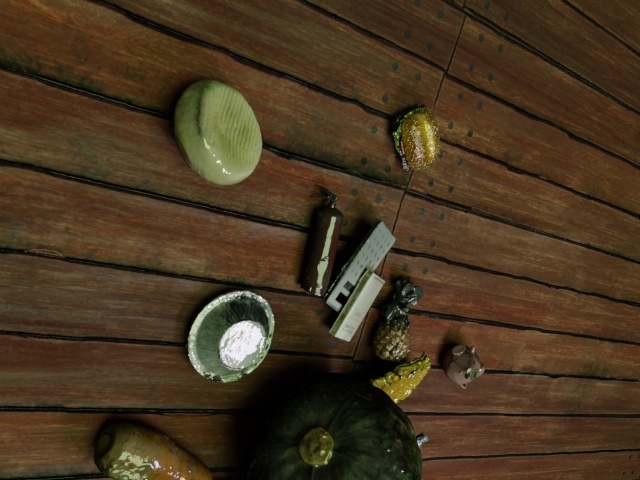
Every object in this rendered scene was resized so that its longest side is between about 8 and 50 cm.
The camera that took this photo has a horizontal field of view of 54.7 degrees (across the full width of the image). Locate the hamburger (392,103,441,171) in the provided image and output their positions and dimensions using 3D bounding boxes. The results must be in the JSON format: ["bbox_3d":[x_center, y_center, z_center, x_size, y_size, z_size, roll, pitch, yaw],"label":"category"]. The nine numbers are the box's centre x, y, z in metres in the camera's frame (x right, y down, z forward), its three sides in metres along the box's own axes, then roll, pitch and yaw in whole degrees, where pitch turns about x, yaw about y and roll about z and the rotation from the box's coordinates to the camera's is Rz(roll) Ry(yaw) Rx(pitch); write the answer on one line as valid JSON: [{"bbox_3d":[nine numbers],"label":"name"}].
[{"bbox_3d":[0.252,-0.260,1.611,0.137,0.087,0.166,-27,119,-23],"label":"hamburger"}]

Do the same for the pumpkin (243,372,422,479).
[{"bbox_3d":[0.025,0.548,1.514,0.454,0.454,0.344,-43,143,-14],"label":"pumpkin"}]

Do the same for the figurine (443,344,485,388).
[{"bbox_3d":[0.446,0.390,1.936,0.125,0.125,0.138,-52,139,-8],"label":"figurine"}]

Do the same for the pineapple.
[{"bbox_3d":[0.221,0.218,1.745,0.111,0.119,0.237,15,94,8],"label":"pineapple"}]

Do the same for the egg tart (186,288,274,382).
[{"bbox_3d":[-0.202,0.232,1.469,0.234,0.094,0.234,-10,109,-32],"label":"egg tart"}]

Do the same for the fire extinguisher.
[{"bbox_3d":[0.000,0.000,1.545,0.089,0.072,0.268,12,101,1],"label":"fire extinguisher"}]

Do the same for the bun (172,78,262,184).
[{"bbox_3d":[-0.227,-0.221,1.291,0.222,0.127,0.222,16,70,-50],"label":"bun"}]

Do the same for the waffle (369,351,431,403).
[{"bbox_3d":[0.204,0.422,1.771,0.245,0.052,0.254,-16,147,-31],"label":"waffle"}]

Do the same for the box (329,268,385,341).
[{"bbox_3d":[0.101,0.177,1.665,0.198,0.029,0.109,-59,153,-2],"label":"box"}]

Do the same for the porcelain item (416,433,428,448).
[{"bbox_3d":[0.310,0.657,1.992,0.083,0.028,0.036,-28,102,-22],"label":"porcelain item"}]

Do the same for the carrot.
[{"bbox_3d":[-0.379,0.512,1.427,0.139,0.138,0.302,-54,134,-7],"label":"carrot"}]

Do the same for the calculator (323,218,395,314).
[{"bbox_3d":[0.103,0.076,1.626,0.262,0.021,0.161,-56,153,-5],"label":"calculator"}]
